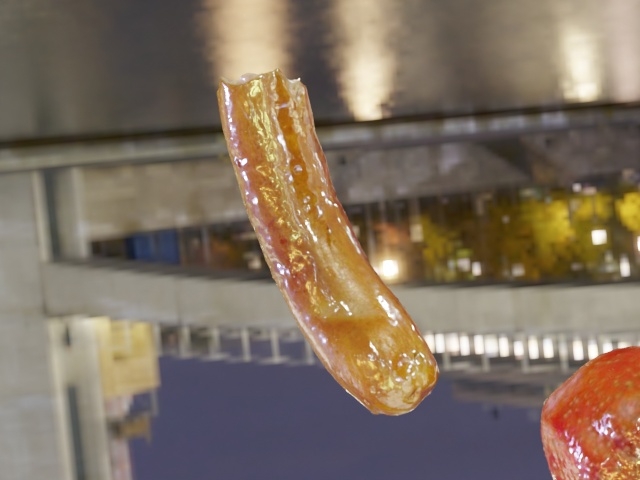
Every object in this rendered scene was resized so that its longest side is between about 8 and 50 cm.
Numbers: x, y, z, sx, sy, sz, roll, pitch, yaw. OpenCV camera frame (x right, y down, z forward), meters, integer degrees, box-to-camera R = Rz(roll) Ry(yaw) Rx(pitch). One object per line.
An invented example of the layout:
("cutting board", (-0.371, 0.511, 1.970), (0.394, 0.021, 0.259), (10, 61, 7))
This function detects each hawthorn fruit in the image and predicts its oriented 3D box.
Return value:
("hawthorn fruit", (0.321, 0.206, 1.651), (0.205, 0.205, 0.253), (-7, -159, -24))

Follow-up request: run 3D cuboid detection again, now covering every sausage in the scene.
("sausage", (-0.002, 0.002, 1.263), (0.076, 0.302, 0.103), (-22, 176, -31))
